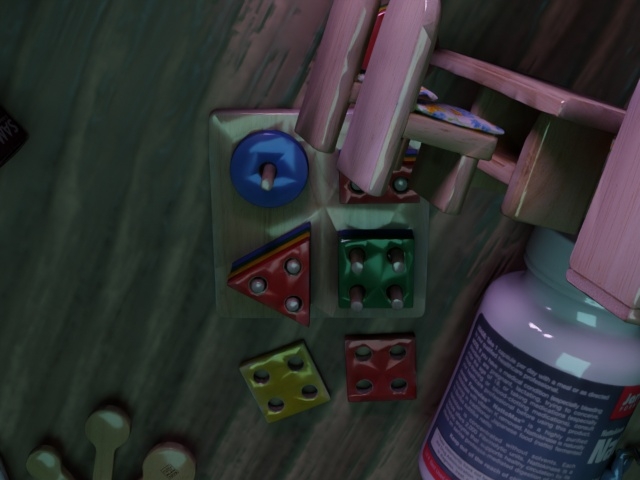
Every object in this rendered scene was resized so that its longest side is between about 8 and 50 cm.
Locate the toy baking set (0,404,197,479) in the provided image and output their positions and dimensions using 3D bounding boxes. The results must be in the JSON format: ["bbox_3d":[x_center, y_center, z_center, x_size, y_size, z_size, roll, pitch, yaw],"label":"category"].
[{"bbox_3d":[-0.180,0.206,0.693,0.256,0.030,0.197,-10,109,4],"label":"toy baking set"}]

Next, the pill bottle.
[{"bbox_3d":[0.136,0.079,0.595,0.108,0.108,0.180,16,111,-6],"label":"pill bottle"}]

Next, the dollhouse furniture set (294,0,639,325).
[{"bbox_3d":[0.136,-0.075,0.448,0.212,0.242,0.161,12,105,-22],"label":"dollhouse furniture set"}]

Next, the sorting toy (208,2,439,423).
[{"bbox_3d":[0.000,0.000,0.598,0.132,0.046,0.275,0,112,0],"label":"sorting toy"}]

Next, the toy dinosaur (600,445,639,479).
[{"bbox_3d":[0.187,0.166,0.680,0.082,0.047,0.090,-36,74,23],"label":"toy dinosaur"}]

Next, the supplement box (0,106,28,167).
[{"bbox_3d":[-0.295,-0.098,0.544,0.130,0.073,0.239,-37,106,12],"label":"supplement box"}]
